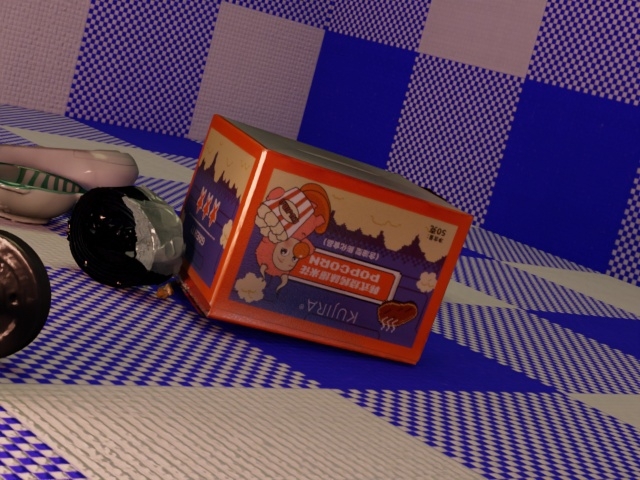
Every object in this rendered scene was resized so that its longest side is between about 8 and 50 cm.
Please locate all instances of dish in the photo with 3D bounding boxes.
[{"bbox_3d":[-0.504,-0.074,2.177,0.246,0.078,0.224,14,9,1],"label":"dish"}]

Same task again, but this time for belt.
[{"bbox_3d":[-0.287,-0.007,1.855,0.198,0.151,0.078,22,15,36],"label":"belt"}]

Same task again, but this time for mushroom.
[{"bbox_3d":[-0.216,0.065,1.978,0.028,0.026,0.286,32,8,4],"label":"mushroom"}]

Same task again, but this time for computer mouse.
[{"bbox_3d":[-0.493,-0.123,2.405,0.297,0.121,0.184,4,5,22],"label":"computer mouse"}]

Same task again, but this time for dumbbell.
[{"bbox_3d":[-0.374,0.064,1.267,0.143,0.143,0.325,16,9,9],"label":"dumbbell"}]

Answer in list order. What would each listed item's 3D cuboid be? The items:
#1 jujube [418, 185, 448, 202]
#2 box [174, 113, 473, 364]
[{"bbox_3d":[0.124,-0.003,2.423,0.216,0.216,0.342,21,15,35],"label":"jujube"},{"bbox_3d":[-0.015,-0.003,1.904,0.349,0.256,0.318,16,10,-23],"label":"box"}]
